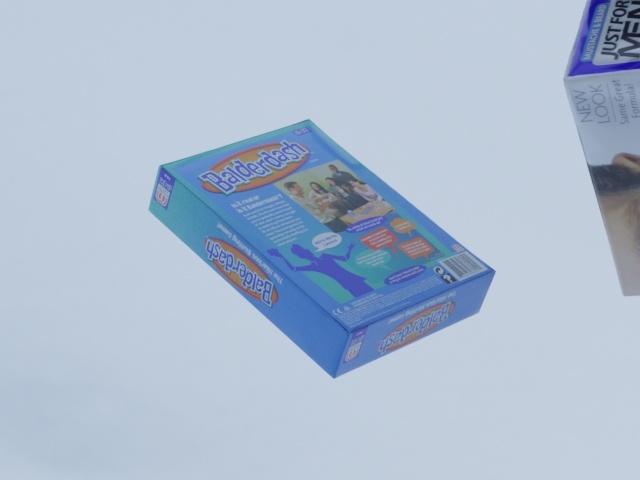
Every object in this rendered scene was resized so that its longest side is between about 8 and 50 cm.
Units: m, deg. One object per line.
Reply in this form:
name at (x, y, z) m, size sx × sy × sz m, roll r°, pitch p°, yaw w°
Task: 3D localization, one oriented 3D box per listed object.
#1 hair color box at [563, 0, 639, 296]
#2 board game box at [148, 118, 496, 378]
hair color box at (0.341, -0.071, 1.155) m, size 0.339 × 0.185 × 0.110 m, roll -3°, pitch 38°, yaw 25°
board game box at (0.000, 0.000, 1.371) m, size 0.160 × 0.047 × 0.210 m, roll -20°, pitch 51°, yaw -41°
